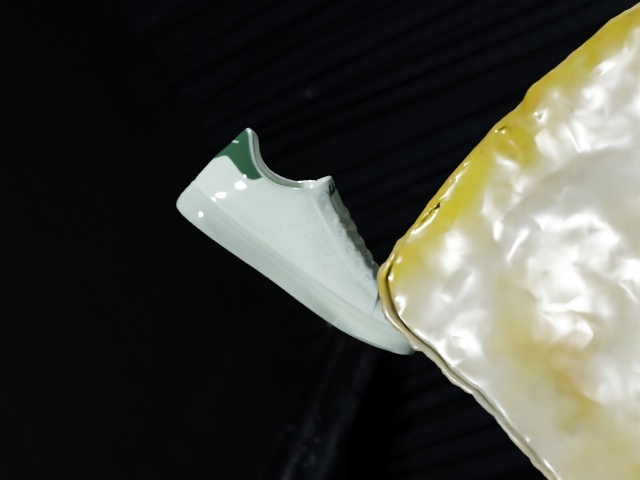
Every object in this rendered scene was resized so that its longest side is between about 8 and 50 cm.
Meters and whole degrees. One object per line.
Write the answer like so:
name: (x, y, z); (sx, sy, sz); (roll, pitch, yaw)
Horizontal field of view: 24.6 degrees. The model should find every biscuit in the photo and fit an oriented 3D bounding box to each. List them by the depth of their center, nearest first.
biscuit: (0.293, 0.033, 1.008); (0.429, 0.446, 0.104); (41, -165, 17)

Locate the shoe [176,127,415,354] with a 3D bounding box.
shoe: (0.000, 0.000, 1.365); (0.265, 0.110, 0.095); (32, -174, -5)
